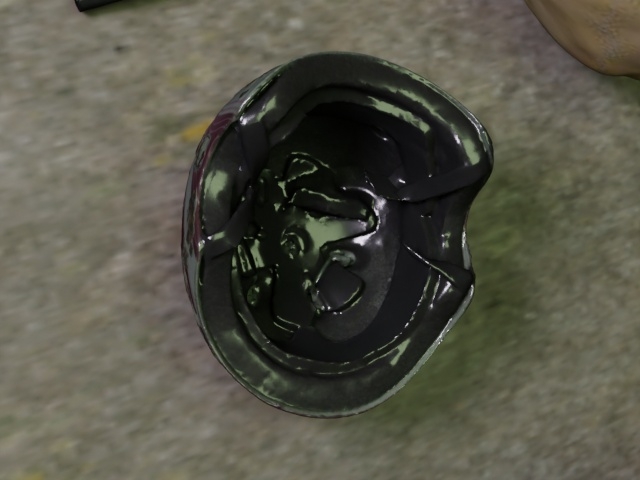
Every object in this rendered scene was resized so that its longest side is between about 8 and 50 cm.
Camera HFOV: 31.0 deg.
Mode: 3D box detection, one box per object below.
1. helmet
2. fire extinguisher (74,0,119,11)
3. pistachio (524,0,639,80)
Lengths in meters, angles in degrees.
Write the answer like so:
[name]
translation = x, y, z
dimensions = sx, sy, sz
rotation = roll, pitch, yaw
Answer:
[helmet]
translation = -0.005, -0.010, 0.595
dimensions = 0.153, 0.107, 0.177
rotation = 10, 97, -28
[fire extinguisher]
translation = -0.103, -0.146, 0.603
dimensions = 0.100, 0.032, 0.046
rotation = -6, 75, -21
[pistachio]
translation = 0.172, -0.246, 0.642
dimensions = 0.229, 0.238, 0.321
rotation = -37, 120, -20
